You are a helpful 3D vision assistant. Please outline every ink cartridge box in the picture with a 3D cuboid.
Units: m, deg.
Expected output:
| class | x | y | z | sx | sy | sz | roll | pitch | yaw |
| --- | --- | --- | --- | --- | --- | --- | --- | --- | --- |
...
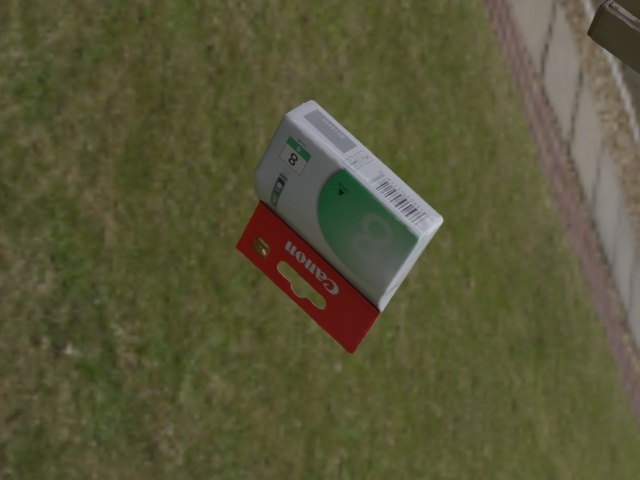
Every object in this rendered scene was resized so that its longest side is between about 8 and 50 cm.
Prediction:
| class | x | y | z | sx | sy | sz | roll | pitch | yaw |
| --- | --- | --- | --- | --- | --- | --- | --- | --- | --- |
| ink cartridge box | 0.000 | 0.000 | 1.312 | 0.056 | 0.181 | 0.224 | -33 | 160 | -47 |

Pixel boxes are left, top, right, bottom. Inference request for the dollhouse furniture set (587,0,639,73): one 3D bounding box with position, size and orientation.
| class | x | y | z | sx | sy | sz | roll | pitch | yaw |
| --- | --- | --- | --- | --- | --- | --- | --- | --- | --- |
| dollhouse furniture set | 0.585 | -0.392 | 1.893 | 0.362 | 0.256 | 0.394 | -39 | 160 | -30 |
